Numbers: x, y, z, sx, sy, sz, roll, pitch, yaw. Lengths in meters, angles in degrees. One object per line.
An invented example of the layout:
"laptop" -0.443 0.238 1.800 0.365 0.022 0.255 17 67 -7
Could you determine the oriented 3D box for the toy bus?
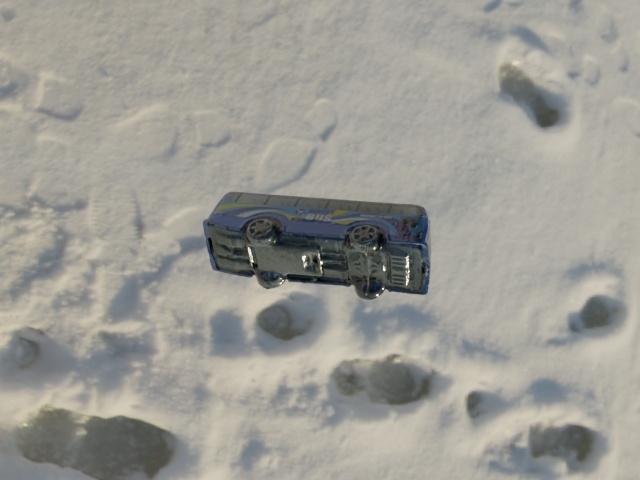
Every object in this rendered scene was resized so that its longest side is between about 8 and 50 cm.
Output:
"toy bus" 0.000 0.000 0.581 0.061 0.153 0.051 -70 159 -49
